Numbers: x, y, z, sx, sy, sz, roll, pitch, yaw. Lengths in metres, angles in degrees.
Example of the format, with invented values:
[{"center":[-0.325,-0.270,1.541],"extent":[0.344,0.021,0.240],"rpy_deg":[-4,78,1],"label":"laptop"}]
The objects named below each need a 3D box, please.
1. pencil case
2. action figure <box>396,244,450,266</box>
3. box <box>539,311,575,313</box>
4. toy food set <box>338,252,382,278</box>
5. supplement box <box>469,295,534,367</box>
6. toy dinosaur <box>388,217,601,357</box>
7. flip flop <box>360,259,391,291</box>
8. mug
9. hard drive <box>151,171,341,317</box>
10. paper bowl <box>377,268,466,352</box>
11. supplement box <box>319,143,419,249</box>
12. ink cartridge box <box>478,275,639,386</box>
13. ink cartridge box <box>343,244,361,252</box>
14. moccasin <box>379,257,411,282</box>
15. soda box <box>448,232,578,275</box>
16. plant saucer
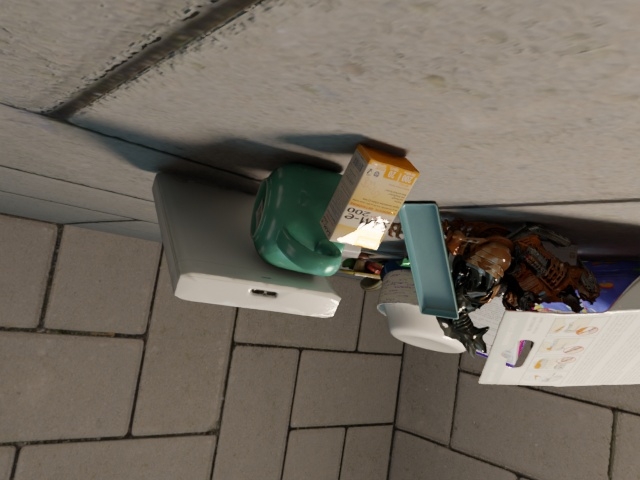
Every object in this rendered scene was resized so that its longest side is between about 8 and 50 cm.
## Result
[{"center":[0.539,0.093,1.054],"extent":[0.133,0.119,0.306],"rpy_deg":[26,167,-25],"label":"pencil case"},{"center":[0.310,0.052,1.244],"extent":[0.232,0.064,0.137],"rpy_deg":[14,171,-13],"label":"action figure"},{"center":[0.540,0.177,1.330],"extent":[0.186,0.038,0.145],"rpy_deg":[8,174,13],"label":"box"},{"center":[0.137,0.077,1.705],"extent":[0.128,0.071,0.218],"rpy_deg":[10,178,-13],"label":"toy food set"},{"center":[0.373,0.137,1.104],"extent":[0.113,0.111,0.220],"rpy_deg":[17,135,33],"label":"supplement box"},{"center":[0.269,0.041,0.862],"extent":[0.322,0.218,0.164],"rpy_deg":[36,-140,16],"label":"toy dinosaur"},{"center":[0.215,0.106,1.801],"extent":[0.112,0.080,0.277],"rpy_deg":[-34,180,-24],"label":"flip flop"},{"center":[-0.025,-0.028,0.635],"extent":[0.097,0.130,0.157],"rpy_deg":[13,175,-16],"label":"mug"},{"center":[-0.118,-0.004,0.746],"extent":[0.203,0.040,0.307],"rpy_deg":[12,-157,-27],"label":"hard drive"},{"center":[0.281,0.188,1.336],"extent":[0.284,0.148,0.284],"rpy_deg":[14,162,5],"label":"paper bowl"},{"center":[0.049,-0.043,0.550],"extent":[0.062,0.098,0.036],"rpy_deg":[11,-150,-28],"label":"supplement box"},{"center":[0.457,0.138,0.839],"extent":[0.384,0.091,0.308],"rpy_deg":[-2,146,7],"label":"ink cartridge box"},{"center":[0.032,-0.007,1.087],"extent":[0.104,0.062,0.181],"rpy_deg":[8,174,3],"label":"ink cartridge box"},{"center":[0.320,0.145,1.635],"extent":[0.341,0.138,0.117],"rpy_deg":[13,139,-26],"label":"moccasin"},{"center":[0.347,0.034,0.975],"extent":[0.216,0.074,0.069],"rpy_deg":[7,174,16],"label":"soda box"},{"center":[0.165,0.030,0.805],"extent":[0.067,0.192,0.018],"rpy_deg":[3,-152,41],"label":"plant saucer"}]
